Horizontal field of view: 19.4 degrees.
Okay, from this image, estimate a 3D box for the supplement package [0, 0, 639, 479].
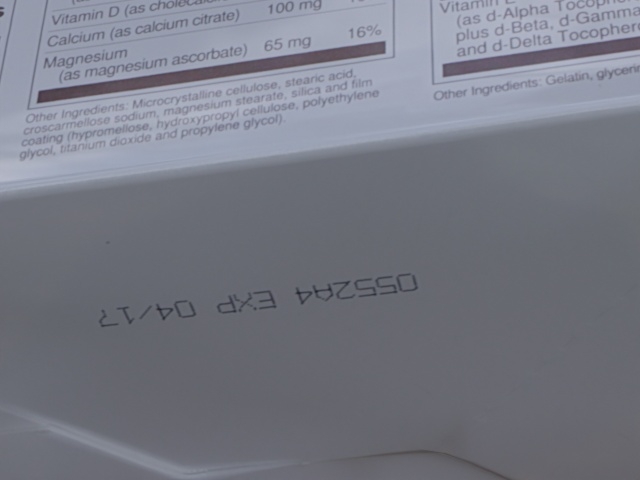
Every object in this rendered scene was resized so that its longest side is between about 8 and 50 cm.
[{"bbox_3d":[0.000,0.000,0.477,0.262,0.204,0.145,-7,47,11],"label":"supplement package"}]
